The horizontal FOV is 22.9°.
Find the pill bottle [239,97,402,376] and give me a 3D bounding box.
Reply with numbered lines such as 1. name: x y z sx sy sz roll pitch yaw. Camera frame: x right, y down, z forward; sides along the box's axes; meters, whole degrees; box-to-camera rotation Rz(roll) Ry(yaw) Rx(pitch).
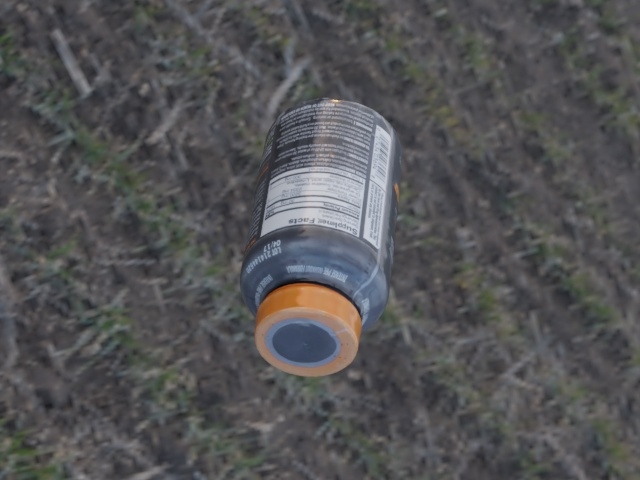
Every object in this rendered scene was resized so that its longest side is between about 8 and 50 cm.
1. pill bottle: 0.000 0.000 1.379 0.130 0.130 0.246 41 38 -29
